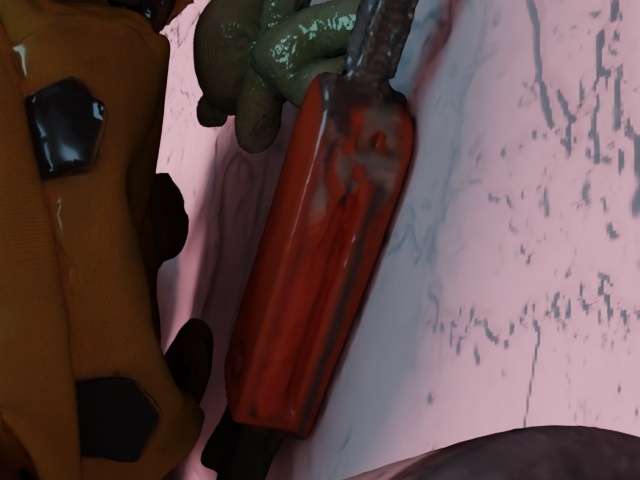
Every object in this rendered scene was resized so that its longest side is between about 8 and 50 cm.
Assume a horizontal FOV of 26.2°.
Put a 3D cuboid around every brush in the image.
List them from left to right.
[{"bbox_3d":[0.001,0.000,0.706,0.070,0.051,0.323,-104,29,-61],"label":"brush"}]

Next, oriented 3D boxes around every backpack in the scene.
[{"bbox_3d":[-0.174,-0.003,0.826,0.378,0.201,0.354,-148,52,-73],"label":"backpack"}]

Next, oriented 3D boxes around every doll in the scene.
[{"bbox_3d":[-0.015,-0.102,0.774,0.150,0.077,0.115,16,92,53],"label":"doll"}]

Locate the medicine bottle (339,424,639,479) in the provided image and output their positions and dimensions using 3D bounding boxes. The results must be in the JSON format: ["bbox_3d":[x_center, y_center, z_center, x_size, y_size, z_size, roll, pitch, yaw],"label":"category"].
[{"bbox_3d":[0.016,0.155,0.416,0.273,0.165,0.165,142,135,-62],"label":"medicine bottle"}]

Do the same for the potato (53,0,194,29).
[{"bbox_3d":[-0.143,-0.261,0.971,0.301,0.288,0.237,45,140,47],"label":"potato"}]
